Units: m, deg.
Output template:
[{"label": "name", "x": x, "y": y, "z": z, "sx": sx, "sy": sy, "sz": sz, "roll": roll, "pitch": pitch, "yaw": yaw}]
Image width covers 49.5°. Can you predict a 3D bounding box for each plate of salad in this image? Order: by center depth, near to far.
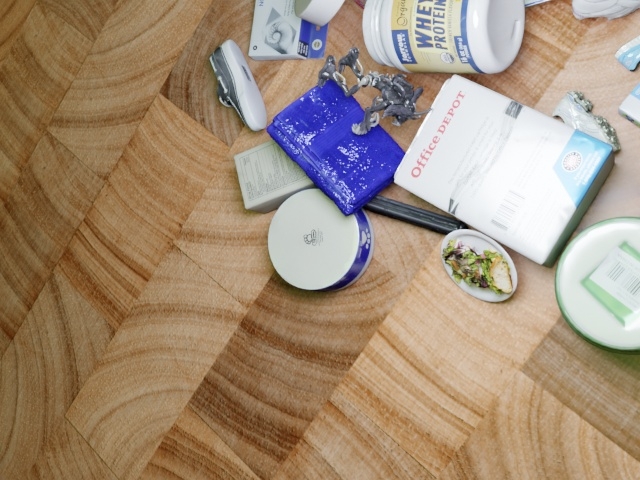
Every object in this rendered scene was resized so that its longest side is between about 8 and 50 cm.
[{"label": "plate of salad", "x": 0.356, "y": 0.065, "z": 1.595, "sx": 0.200, "sy": 0.048, "sz": 0.200, "roll": 30, "pitch": 142, "yaw": 27}]

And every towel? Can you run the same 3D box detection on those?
[{"label": "towel", "x": 0.047, "y": -0.236, "z": 1.691, "sx": 0.227, "sy": 0.076, "sz": 0.308, "roll": -41, "pitch": 82, "yaw": -11}]

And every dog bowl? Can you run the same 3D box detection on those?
[{"label": "dog bowl", "x": 0.000, "y": 0.000, "z": 1.796, "sx": 0.265, "sy": 0.104, "sz": 0.265, "roll": -3, "pitch": 83, "yaw": 25}]

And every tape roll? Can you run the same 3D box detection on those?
[{"label": "tape roll", "x": 0.042, "y": -0.724, "z": 1.709, "sx": 0.072, "sy": 0.392, "sz": 0.392, "roll": 18, "pitch": 94, "yaw": -17}]

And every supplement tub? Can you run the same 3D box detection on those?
[{"label": "supplement tub", "x": 0.277, "y": -0.497, "z": 1.583, "sx": 0.316, "sy": 0.228, "sz": 0.228, "roll": 11, "pitch": 90, "yaw": 39}]

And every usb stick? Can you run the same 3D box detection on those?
[{"label": "usb stick", "x": 0.227, "y": -0.063, "z": 1.710, "sx": 0.278, "sy": 0.077, "sz": 0.045, "roll": 20, "pitch": 82, "yaw": 25}]

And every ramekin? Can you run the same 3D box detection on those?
[{"label": "ramekin", "x": 0.642, "y": 0.092, "z": 1.458, "sx": 0.303, "sy": 0.148, "sz": 0.303, "roll": -3, "pitch": 84, "yaw": 25}]

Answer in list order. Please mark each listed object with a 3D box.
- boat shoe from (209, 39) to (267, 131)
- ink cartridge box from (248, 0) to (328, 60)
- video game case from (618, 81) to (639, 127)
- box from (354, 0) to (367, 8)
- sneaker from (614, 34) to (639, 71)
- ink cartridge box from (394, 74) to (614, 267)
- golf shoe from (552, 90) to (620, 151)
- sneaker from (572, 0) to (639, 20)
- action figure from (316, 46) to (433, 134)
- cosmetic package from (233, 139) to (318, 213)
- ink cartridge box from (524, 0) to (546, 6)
[{"label": "boat shoe", "x": -0.241, "y": -0.422, "z": 1.951, "sx": 0.102, "sy": 0.108, "sz": 0.301, "roll": -29, "pitch": 71, "yaw": 20}, {"label": "ink cartridge box", "x": -0.085, "y": -0.615, "z": 1.929, "sx": 0.224, "sy": 0.045, "sz": 0.223, "roll": 5, "pitch": 87, "yaw": 25}, {"label": "video game case", "x": 0.821, "y": -0.313, "z": 1.463, "sx": 0.244, "sy": 0.061, "sz": 0.269, "roll": 43, "pitch": 103, "yaw": 22}, {"label": "box", "x": 0.182, "y": -0.744, "z": 1.758, "sx": 0.142, "sy": 0.154, "sz": 0.300, "roll": 22, "pitch": 96, "yaw": 27}, {"label": "sneaker", "x": 0.737, "y": -0.432, "z": 1.525, "sx": 0.162, "sy": 0.063, "sz": 0.073, "roll": -33, "pitch": 87, "yaw": 25}, {"label": "ink cartridge box", "x": 0.413, "y": -0.159, "z": 1.581, "sx": 0.395, "sy": 0.166, "sz": 0.285, "roll": 33, "pitch": 98, "yaw": 24}, {"label": "golf shoe", "x": 0.600, "y": -0.254, "z": 1.571, "sx": 0.086, "sy": 0.069, "sz": 0.176, "roll": -48, "pitch": 62, "yaw": 34}, {"label": "sneaker", "x": 0.697, "y": -0.570, "z": 1.525, "sx": 0.305, "sy": 0.152, "sz": 0.114, "roll": -13, "pitch": 70, "yaw": 0}, {"label": "action figure", "x": 0.133, "y": -0.339, "z": 1.642, "sx": 0.275, "sy": 0.141, "sz": 0.164, "roll": 40, "pitch": 60, "yaw": 21}, {"label": "cosmetic package", "x": -0.061, "y": -0.198, "z": 1.840, "sx": 0.309, "sy": 0.113, "sz": 0.160, "roll": -19, "pitch": 77, "yaw": 23}, {"label": "ink cartridge box", "x": 0.462, "y": -0.703, "z": 1.668, "sx": 0.324, "sy": 0.071, "sz": 0.330, "roll": -8, "pitch": 85, "yaw": 24}]
